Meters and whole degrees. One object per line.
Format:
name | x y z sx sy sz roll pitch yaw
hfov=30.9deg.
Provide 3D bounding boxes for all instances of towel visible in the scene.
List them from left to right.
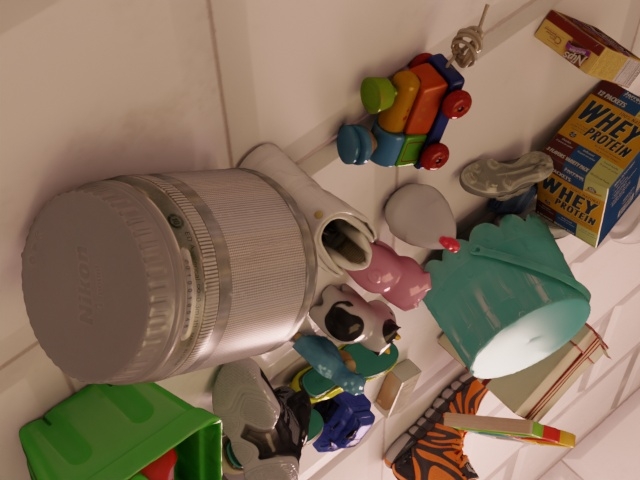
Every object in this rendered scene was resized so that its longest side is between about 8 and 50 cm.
towel | 0.344 -0.077 2.062 0.119 0.029 0.067 -1 127 -57

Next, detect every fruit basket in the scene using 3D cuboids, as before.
fruit basket | -0.226 0.405 1.511 0.283 0.392 0.392 -32 150 -27

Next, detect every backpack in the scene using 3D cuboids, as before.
backpack | 0.029 0.330 2.083 0.098 0.101 0.120 13 121 -53

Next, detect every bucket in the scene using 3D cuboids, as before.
bucket | 0.328 0.103 2.040 0.281 0.183 0.281 -21 151 -13

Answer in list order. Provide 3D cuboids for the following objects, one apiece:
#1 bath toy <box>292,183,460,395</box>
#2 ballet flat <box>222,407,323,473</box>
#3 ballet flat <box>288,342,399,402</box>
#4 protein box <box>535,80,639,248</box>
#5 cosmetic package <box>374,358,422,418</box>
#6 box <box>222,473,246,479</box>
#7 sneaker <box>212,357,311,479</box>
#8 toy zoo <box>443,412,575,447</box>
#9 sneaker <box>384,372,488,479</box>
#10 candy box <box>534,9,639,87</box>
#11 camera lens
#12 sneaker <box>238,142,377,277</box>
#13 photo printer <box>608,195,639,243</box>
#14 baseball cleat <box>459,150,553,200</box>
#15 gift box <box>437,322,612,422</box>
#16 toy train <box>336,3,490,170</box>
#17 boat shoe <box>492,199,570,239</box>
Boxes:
bath toy | 0.105 0.075 1.809 0.151 0.129 0.348 1 126 -56
ballet flat | -0.099 0.336 1.942 0.248 0.086 0.086 -10 136 -49
ballet flat | 0.033 0.227 1.992 0.231 0.077 0.077 -19 164 -39
protein box | 0.498 -0.136 2.058 0.200 0.136 0.201 -48 155 -20
cosmetic package | 0.151 0.291 2.275 0.060 0.041 0.115 -23 145 -39
box | -0.218 0.471 1.981 0.186 0.038 0.145 -8 134 -50
sneaker | -0.088 0.261 1.818 0.153 0.101 0.268 -68 148 -53
toy zoo | 0.409 0.400 2.426 0.293 0.192 0.030 25 70 -53
sneaker | 0.309 0.439 2.556 0.321 0.180 0.124 -47 154 0
candy box | 0.417 -0.294 1.781 0.186 0.109 0.053 1 127 -57
camera lens | -0.154 0.034 1.261 0.274 0.219 0.219 -9 135 -52
sneaker | 0.000 0.000 1.504 0.108 0.169 0.292 -47 155 -3
photo printer | 0.736 -0.125 2.490 0.256 0.107 0.307 -10 137 -50
baseball cleat | 0.298 -0.093 1.927 0.206 0.072 0.109 -10 157 -33
gift box | 0.438 0.210 2.340 0.258 0.276 0.255 -50 159 4
toy train | 0.115 -0.199 1.491 0.143 0.105 0.248 -10 137 -32
boat shoe | 0.389 -0.023 2.169 0.226 0.083 0.076 -4 143 -38
